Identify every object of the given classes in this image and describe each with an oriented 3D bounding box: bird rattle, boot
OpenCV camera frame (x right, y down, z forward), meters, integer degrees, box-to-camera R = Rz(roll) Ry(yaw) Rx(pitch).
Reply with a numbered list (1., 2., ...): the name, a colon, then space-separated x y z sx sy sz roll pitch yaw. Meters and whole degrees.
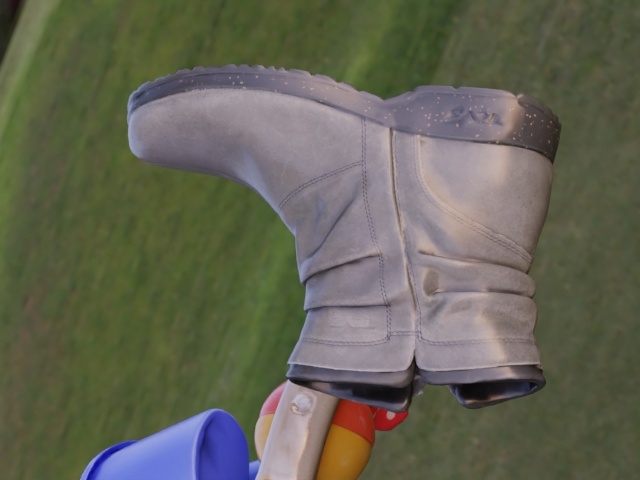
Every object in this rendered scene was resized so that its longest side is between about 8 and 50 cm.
1. bird rattle: 0.010 0.138 1.083 0.253 0.143 0.207 -60 -14 -18
2. boot: 0.000 0.000 0.813 0.083 0.247 0.161 47 -129 -67

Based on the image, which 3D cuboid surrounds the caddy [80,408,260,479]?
1. caddy: -0.101 0.316 1.376 0.179 0.241 0.341 -31 47 25
